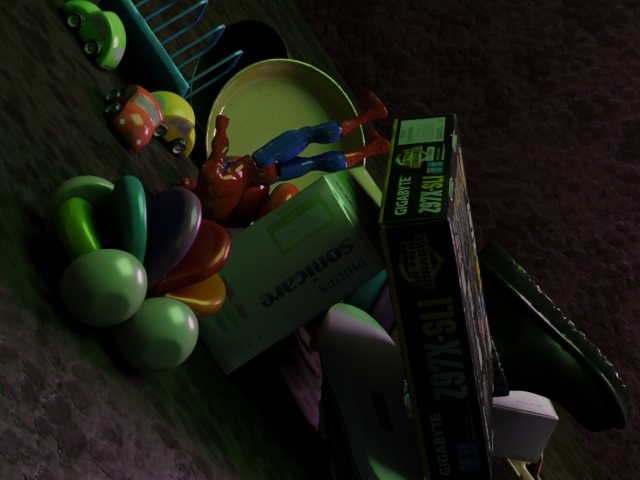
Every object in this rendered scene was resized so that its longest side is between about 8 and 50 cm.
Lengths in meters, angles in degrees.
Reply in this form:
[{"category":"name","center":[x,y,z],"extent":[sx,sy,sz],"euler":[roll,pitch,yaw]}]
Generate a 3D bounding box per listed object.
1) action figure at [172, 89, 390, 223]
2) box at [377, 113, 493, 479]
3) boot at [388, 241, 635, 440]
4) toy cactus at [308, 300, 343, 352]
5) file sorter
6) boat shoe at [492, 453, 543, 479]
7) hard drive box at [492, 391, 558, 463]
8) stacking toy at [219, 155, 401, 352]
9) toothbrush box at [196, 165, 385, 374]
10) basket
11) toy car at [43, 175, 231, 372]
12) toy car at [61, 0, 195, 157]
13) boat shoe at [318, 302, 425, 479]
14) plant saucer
[{"category":"action figure","center":[-0.073,-0.105,1.876],"extent":[0.139,0.280,0.091],"euler":[44,-29,47]},{"category":"box","center":[0.130,0.061,1.724],"extent":[0.257,0.079,0.322],"euler":[-82,162,-61]},{"category":"boot","center":[0.240,0.200,2.201],"extent":[0.348,0.260,0.131],"euler":[47,-4,-14]},{"category":"toy cactus","center":[0.007,0.077,2.079],"extent":[0.180,0.112,0.219],"euler":[44,22,-6]},{"category":"file sorter","center":[-0.194,-0.273,2.080],"extent":[0.170,0.104,0.118],"euler":[55,-18,1]},{"category":"boat shoe","center":[0.290,0.341,2.448],"extent":[0.341,0.110,0.121],"euler":[61,12,24]},{"category":"hard drive box","center":[0.229,0.215,2.396],"extent":[0.181,0.089,0.232],"euler":[13,27,-17]},{"category":"stacking toy","center":[0.000,0.000,1.969],"extent":[0.330,0.141,0.141],"euler":[30,10,4]},{"category":"toothbrush box","center":[-0.023,0.025,1.766],"extent":[0.122,0.206,0.283],"euler":[56,11,0]},{"category":"basket","center":[-0.070,-0.175,2.325],"extent":[0.227,0.154,0.204],"euler":[49,35,-54]},{"category":"toy car","center":[-0.152,0.013,1.421],"extent":[0.182,0.136,0.159],"euler":[47,14,-39]},{"category":"toy car","center":[-0.235,-0.207,1.946],"extent":[0.225,0.053,0.239],"euler":[57,11,7]},{"category":"boat shoe","center":[0.041,0.201,1.802],"extent":[0.108,0.102,0.301],"euler":[18,36,-31]},{"category":"plant saucer","center":[-0.052,-0.123,2.160],"extent":[0.241,0.241,0.037],"euler":[53,-25,-14]}]
